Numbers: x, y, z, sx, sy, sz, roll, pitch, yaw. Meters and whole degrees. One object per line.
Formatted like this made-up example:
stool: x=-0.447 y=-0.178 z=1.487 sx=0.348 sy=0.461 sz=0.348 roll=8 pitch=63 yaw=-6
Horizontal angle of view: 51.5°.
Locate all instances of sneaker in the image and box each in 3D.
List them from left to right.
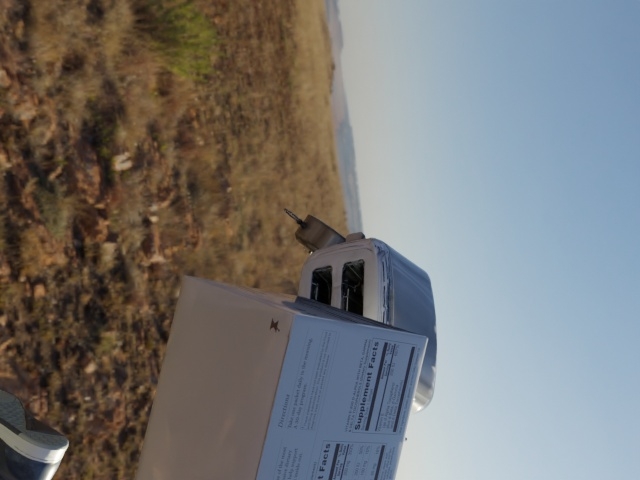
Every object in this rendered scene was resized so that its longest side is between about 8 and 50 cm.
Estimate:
sneaker: x=-0.460 y=0.311 z=0.927 sx=0.086 sy=0.226 sz=0.163 roll=16 pitch=94 yaw=-55

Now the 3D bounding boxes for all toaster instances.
toaster: x=0.051 y=0.106 z=0.759 sx=0.146 sy=0.129 sz=0.227 roll=39 pitch=47 yaw=-48

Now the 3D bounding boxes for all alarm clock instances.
alarm clock: x=0.000 y=0.000 z=1.218 sx=0.192 sy=0.064 sz=0.129 roll=41 pitch=-4 yaw=-28

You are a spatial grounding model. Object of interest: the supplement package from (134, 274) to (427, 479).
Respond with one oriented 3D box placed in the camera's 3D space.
supplement package: x=-0.051 y=0.182 z=0.592 sx=0.204 sy=0.145 sz=0.262 roll=10 pitch=-94 yaw=54
